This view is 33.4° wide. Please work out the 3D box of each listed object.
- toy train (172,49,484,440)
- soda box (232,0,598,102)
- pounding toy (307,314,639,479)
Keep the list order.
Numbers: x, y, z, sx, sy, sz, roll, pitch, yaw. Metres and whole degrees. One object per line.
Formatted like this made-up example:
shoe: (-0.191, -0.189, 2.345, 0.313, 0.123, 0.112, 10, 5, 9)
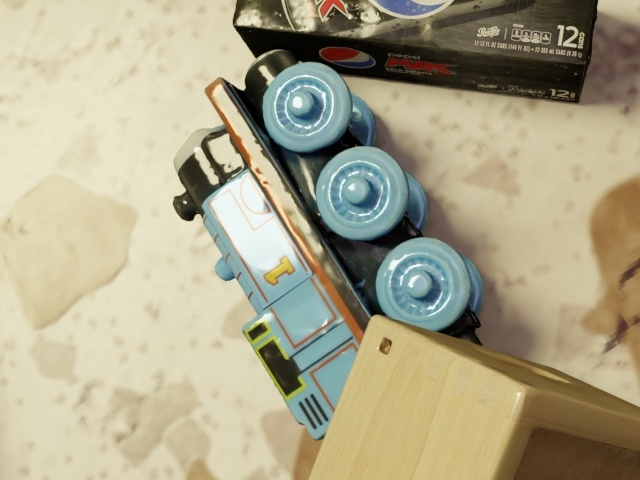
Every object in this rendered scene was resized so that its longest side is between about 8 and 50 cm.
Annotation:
toy train: (0.000, 0.000, 0.501, 0.105, 0.080, 0.184, -35, 76, 9)
soda box: (0.047, -0.110, 0.519, 0.168, 0.060, 0.053, 8, 81, 11)
pounding toy: (0.068, 0.155, 0.447, 0.094, 0.181, 0.206, 23, 93, 49)
